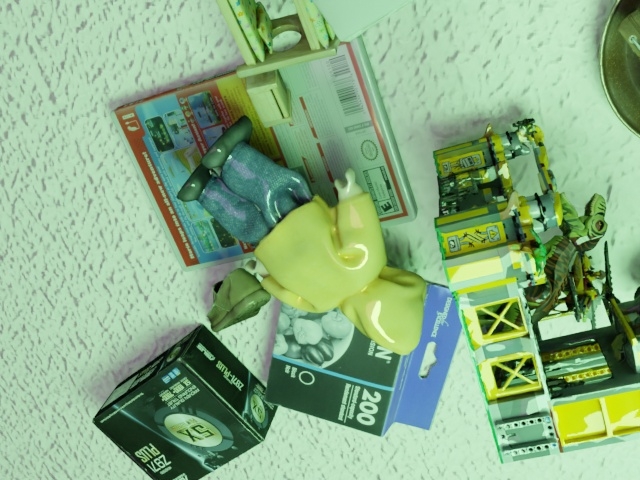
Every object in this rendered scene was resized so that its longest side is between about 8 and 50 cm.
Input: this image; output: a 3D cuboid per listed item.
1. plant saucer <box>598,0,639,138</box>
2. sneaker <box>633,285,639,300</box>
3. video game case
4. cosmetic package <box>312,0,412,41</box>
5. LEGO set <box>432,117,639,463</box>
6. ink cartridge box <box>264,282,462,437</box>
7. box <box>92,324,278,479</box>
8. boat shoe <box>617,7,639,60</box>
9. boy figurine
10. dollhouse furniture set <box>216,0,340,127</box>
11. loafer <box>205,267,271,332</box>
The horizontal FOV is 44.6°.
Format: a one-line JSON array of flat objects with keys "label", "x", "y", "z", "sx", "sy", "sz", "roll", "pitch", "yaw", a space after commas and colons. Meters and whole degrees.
[{"label": "plant saucer", "x": 0.346, "y": -0.170, "z": 0.678, "sx": 0.199, "sy": 0.036, "sz": 0.198, "roll": 6, "pitch": 118, "yaw": 12}, {"label": "sneaker", "x": 0.403, "y": -0.019, "z": 0.723, "sx": 0.267, "sy": 0.101, "sz": 0.106, "roll": -37, "pitch": 85, "yaw": 24}, {"label": "video game case", "x": -0.061, "y": -0.084, "z": 0.832, "sx": 0.285, "sy": 0.025, "sz": 0.204, "roll": -13, "pitch": 113, "yaw": 20}, {"label": "cosmetic package", "x": 0.056, "y": -0.310, "z": 0.556, "sx": 0.224, "sy": 0.225, "sz": 0.138, "roll": 52, "pitch": 154, "yaw": -14}, {"label": "LEGO set", "x": 0.215, "y": 0.020, "z": 0.659, "sx": 0.192, "sy": 0.331, "sz": 0.254, "roll": -14, "pitch": 99, "yaw": 12}, {"label": "ink cartridge box", "x": 0.049, "y": 0.127, "z": 0.902, "sx": 0.208, "sy": 0.045, "sz": 0.206, "roll": 14, "pitch": 118, "yaw": 6}, {"label": "box", "x": -0.170, "y": 0.217, "z": 0.984, "sx": 0.180, "sy": 0.077, "sz": 0.147, "roll": -35, "pitch": 104, "yaw": 27}, {"label": "boat shoe", "x": 0.310, "y": -0.118, "z": 0.661, "sx": 0.066, "sy": 0.066, "sz": 0.183, "roll": -23, "pitch": 99, "yaw": 28}, {"label": "boy figurine", "x": 0.000, "y": 0.000, "z": 0.780, "sx": 0.285, "sy": 0.092, "sz": 0.177, "roll": 38, "pitch": 129, "yaw": -4}, {"label": "dollhouse furniture set", "x": -0.033, "y": -0.230, "z": 0.712, "sx": 0.101, "sy": 0.160, "sz": 0.182, "roll": -11, "pitch": 147, "yaw": 11}, {"label": "loafer", "x": -0.096, "y": 0.066, "z": 0.882, "sx": 0.050, "sy": 0.056, "sz": 0.148, "roll": 65, "pitch": 150, "yaw": 7}]
